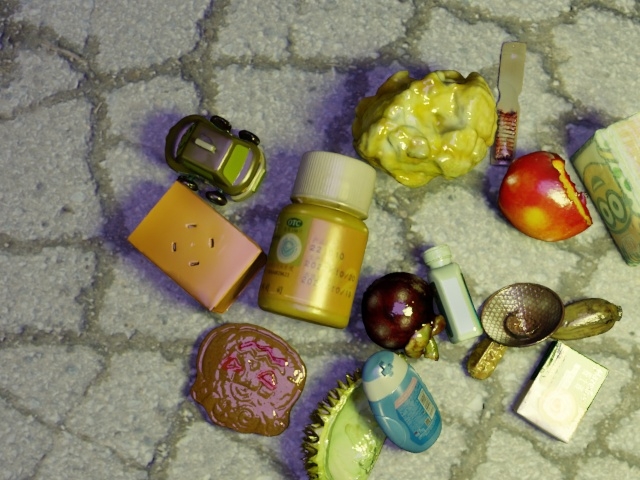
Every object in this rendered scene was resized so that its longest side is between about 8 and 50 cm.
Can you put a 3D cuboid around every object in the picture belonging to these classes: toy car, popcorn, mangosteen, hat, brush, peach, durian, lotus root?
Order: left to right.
[{"bbox_3d":[-0.266,-0.213,1.872,0.248,0.198,0.204,27,85,10],"label":"toy car"},{"bbox_3d":[0.082,0.419,1.760,0.198,0.163,0.394,36,79,7],"label":"durian"},{"bbox_3d":[0.199,0.181,1.762,0.230,0.194,0.194,43,87,12],"label":"mangosteen"},{"bbox_3d":[0.243,-0.256,1.792,0.334,0.292,0.294,-3,72,-2],"label":"popcorn"},{"bbox_3d":[0.467,-0.344,1.901,0.060,0.050,0.321,6,80,10],"label":"brush"},{"bbox_3d":[0.479,0.195,1.796,0.193,0.082,0.193,-16,40,14],"label":"hat"},{"bbox_3d":[0.533,-0.101,1.781,0.226,0.190,0.196,21,74,15],"label":"peach"},{"bbox_3d":[0.610,0.182,1.780,0.179,0.089,0.080,-14,38,7],"label":"lotus root"}]

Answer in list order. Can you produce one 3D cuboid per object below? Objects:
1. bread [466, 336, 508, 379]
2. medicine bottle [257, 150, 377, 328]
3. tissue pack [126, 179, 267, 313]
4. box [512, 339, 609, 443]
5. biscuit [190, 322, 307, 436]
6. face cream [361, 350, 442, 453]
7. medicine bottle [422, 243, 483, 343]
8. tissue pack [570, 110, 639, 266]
[{"bbox_3d":[0.386,0.276,1.799,0.066,0.060,0.110,34,88,23],"label":"bread"},{"bbox_3d":[0.000,0.000,1.797,0.224,0.224,0.384,14,83,8],"label":"medicine bottle"},{"bbox_3d":[-0.291,0.019,1.865,0.274,0.145,0.194,40,88,10],"label":"tissue pack"},{"bbox_3d":[0.551,0.346,1.762,0.135,0.081,0.199,30,87,10],"label":"box"},{"bbox_3d":[-0.177,0.334,1.851,0.273,0.049,0.257,19,83,10],"label":"biscuit"},{"bbox_3d":[0.177,0.358,1.723,0.149,0.083,0.264,-46,118,-27],"label":"face cream"},{"bbox_3d":[0.306,0.124,1.799,0.083,0.121,0.229,-18,79,3],"label":"medicine bottle"},{"bbox_3d":[0.712,-0.108,1.745,0.128,0.228,0.311,-25,80,0],"label":"tissue pack"}]
